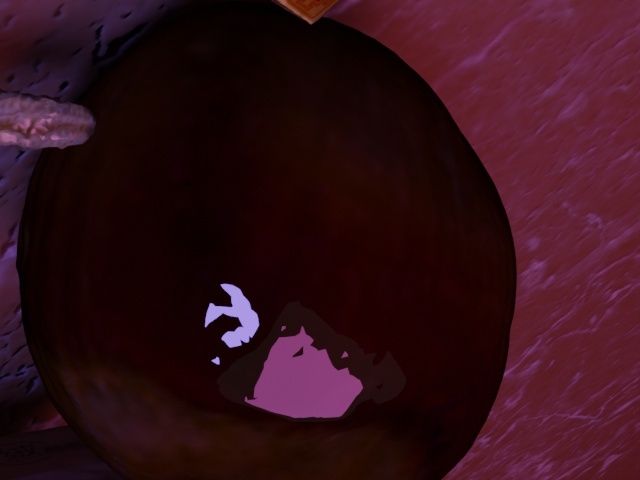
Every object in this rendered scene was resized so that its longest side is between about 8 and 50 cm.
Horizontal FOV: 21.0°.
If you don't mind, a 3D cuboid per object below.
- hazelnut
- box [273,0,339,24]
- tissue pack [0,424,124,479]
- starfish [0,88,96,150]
[{"bbox_3d":[-0.023,0.006,0.721,0.229,0.229,0.229,-29,156,-14],"label":"hazelnut"},{"bbox_3d":[-0.014,-0.172,0.547,0.153,0.074,0.240,-44,155,11],"label":"box"},{"bbox_3d":[-0.191,0.206,0.837,0.306,0.238,0.238,-8,147,-29],"label":"tissue pack"},{"bbox_3d":[-0.256,0.008,0.550,0.347,0.078,0.358,-35,164,-1],"label":"starfish"}]
